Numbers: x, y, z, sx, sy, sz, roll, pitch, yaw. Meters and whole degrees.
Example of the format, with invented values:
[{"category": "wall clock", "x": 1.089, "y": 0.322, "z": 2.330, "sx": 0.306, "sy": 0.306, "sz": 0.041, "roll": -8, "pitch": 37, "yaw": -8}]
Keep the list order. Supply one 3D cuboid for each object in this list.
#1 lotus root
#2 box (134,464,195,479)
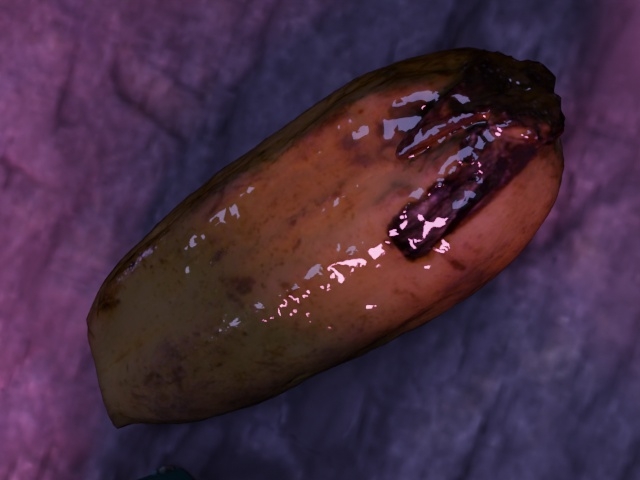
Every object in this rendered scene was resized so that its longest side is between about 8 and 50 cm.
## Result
[{"category": "lotus root", "x": 0.000, "y": 0.000, "z": 0.673, "sx": 0.258, "sy": 0.097, "sz": 0.110, "roll": -31, "pitch": 75, "yaw": 16}, {"category": "box", "x": -0.010, "y": 0.238, "z": 0.606, "sx": 0.311, "sy": 0.205, "sz": 0.118, "roll": 38, "pitch": 96, "yaw": 10}]
